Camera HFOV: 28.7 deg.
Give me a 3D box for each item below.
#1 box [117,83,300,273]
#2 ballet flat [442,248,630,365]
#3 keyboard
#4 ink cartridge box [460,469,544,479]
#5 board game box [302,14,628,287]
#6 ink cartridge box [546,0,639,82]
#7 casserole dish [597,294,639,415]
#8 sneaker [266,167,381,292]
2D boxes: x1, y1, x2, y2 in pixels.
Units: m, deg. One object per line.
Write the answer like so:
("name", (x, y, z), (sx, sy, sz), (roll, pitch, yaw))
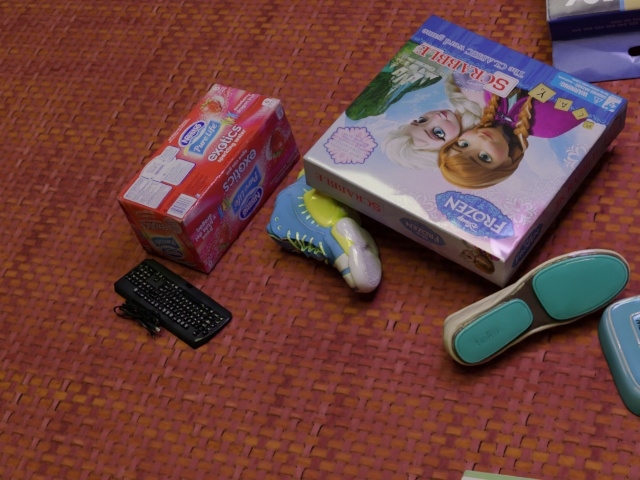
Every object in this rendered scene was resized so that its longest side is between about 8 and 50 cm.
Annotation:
("box", (-0.158, -0.094, 1.825), (0.128, 0.122, 0.257), (18, 57, 30))
("ballet flat", (0.264, 0.077, 1.569), (0.248, 0.086, 0.086), (-24, 47, 0))
("keyboard", (-0.219, 0.086, 1.744), (0.192, 0.038, 0.100), (29, 64, 37))
("ink cartridge box", (0.185, 0.362, 1.315), (0.171, 0.056, 0.235), (-2, 54, 48))
("board game box", (0.196, -0.133, 1.690), (0.319, 0.066, 0.318), (28, 62, 24))
("ink cartridge box", (0.478, -0.395, 1.819), (0.304, 0.072, 0.307), (-5, 80, 14))
("casserole dish", (0.402, 0.129, 1.504), (0.114, 0.037, 0.188), (-14, 46, 5))
("sneaker", (0.000, 0.000, 1.732), (0.126, 0.091, 0.240), (-32, 45, 14))
